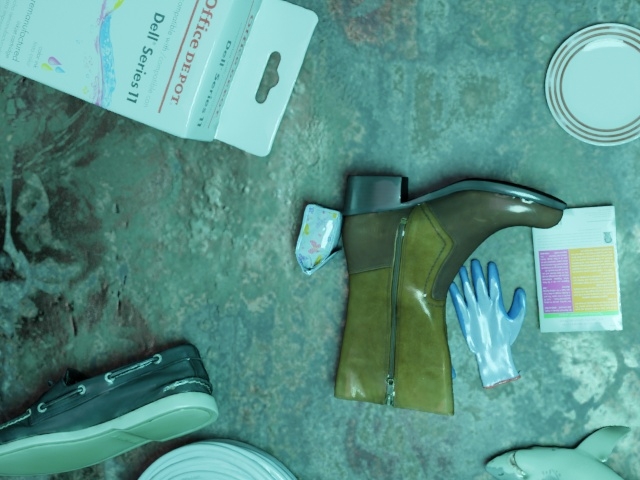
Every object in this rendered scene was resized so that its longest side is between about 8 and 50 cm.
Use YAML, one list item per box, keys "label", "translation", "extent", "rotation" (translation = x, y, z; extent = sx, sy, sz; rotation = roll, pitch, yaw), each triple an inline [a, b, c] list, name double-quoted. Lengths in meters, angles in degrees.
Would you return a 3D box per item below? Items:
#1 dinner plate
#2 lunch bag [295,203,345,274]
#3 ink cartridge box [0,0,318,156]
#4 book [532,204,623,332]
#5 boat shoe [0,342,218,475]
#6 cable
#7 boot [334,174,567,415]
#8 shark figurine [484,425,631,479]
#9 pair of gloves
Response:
- label: "dinner plate"
  translation: [0.333, -0.181, 1.185]
  extent: [0.141, 0.017, 0.141]
  rotation: [1, 94, 11]
- label: "lunch bag"
  translation: [0.000, 0.000, 1.236]
  extent: [0.053, 0.071, 0.083]
  rotation: [17, 94, 7]
- label: "ink cartridge box"
  translation: [-0.204, -0.250, 1.236]
  extent: [0.353, 0.119, 0.207]
  rotation: [21, 97, 9]
- label: "book"
  translation: [0.301, 0.034, 1.199]
  extent: [0.096, 0.035, 0.144]
  rotation: [-4, 93, 15]
- label: "boat shoe"
  translation: [-0.292, 0.211, 1.292]
  extent: [0.340, 0.127, 0.113]
  rotation: [-21, 60, 19]
- label: "cable"
  translation: [-0.123, 0.375, 1.277]
  extent: [0.257, 0.089, 0.257]
  rotation: [13, 96, 12]
- label: "boot"
  translation: [0.145, 0.067, 1.179]
  extent: [0.264, 0.096, 0.280]
  rotation: [2, 94, 12]
- label: "shark figurine"
  translation: [0.335, 0.328, 1.162]
  extent: [0.166, 0.278, 0.116]
  rotation: [-24, 130, -16]
- label: "pair of gloves"
  translation: [0.157, 0.113, 1.237]
  extent: [0.198, 0.023, 0.159]
  rotation: [-15, 91, 13]
